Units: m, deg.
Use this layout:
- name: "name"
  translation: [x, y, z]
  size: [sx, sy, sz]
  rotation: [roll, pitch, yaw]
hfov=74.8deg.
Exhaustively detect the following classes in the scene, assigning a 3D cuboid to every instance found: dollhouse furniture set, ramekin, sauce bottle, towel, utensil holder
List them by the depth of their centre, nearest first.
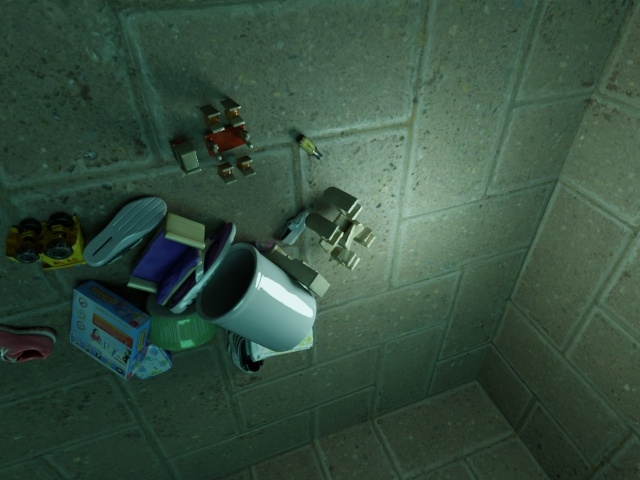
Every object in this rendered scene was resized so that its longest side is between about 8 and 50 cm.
- name: "dollhouse furniture set"
  translation: [-0.374, -0.333, 1.452]
  size: [0.259, 0.135, 0.262]
  rotation: [-26, 135, -20]
- name: "sauce bottle"
  translation: [-0.039, -0.360, 1.624]
  size: [0.042, 0.042, 0.128]
  rotation: [-45, 131, 13]
- name: "utensil holder"
  translation: [-0.246, 0.244, 1.690]
  size: [0.327, 0.328, 0.385]
  rotation: [-41, 130, 11]
- name: "ramekin"
  translation: [-0.576, 0.296, 1.739]
  size: [0.303, 0.303, 0.148]
  rotation: [-8, 122, -20]
- name: "dollhouse furniture set"
  translation: [0.000, 0.000, 1.799]
  size: [0.394, 0.256, 0.362]
  rotation: [-54, 151, -9]
- name: "towel"
  translation: [-0.204, 0.358, 1.982]
  size: [0.320, 0.090, 0.375]
  rotation: [-5, 87, -27]

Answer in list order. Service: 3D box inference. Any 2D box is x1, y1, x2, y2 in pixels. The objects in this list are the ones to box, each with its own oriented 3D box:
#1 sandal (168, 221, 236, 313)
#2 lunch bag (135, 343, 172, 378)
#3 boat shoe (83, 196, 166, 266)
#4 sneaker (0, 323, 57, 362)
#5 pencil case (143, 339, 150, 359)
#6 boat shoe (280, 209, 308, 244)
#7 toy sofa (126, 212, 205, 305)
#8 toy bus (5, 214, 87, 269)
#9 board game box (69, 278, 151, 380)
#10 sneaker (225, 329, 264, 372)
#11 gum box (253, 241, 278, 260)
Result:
- name: "sandal"
  translation: [-0.468, 0.089, 1.622]
  size: [0.102, 0.169, 0.416]
  rotation: [39, 73, -29]
- name: "lunch bag"
  translation: [-0.808, 0.547, 1.968]
  size: [0.176, 0.090, 0.219]
  rotation: [-21, 132, -8]
- name: "boat shoe"
  translation: [-0.705, -0.036, 1.521]
  size: [0.335, 0.119, 0.121]
  rotation: [-41, 92, -14]
- name: "sneaker"
  translation: [-1.213, 0.409, 1.625]
  size: [0.313, 0.136, 0.116]
  rotation: [6, 123, -29]
- name: "pencil case"
  translation: [-0.791, 0.418, 1.828]
  size: [0.095, 0.098, 0.210]
  rotation: [23, 86, -52]
- name: "boat shoe"
  translation: [-0.117, -0.060, 1.826]
  size: [0.063, 0.066, 0.184]
  rotation: [14, 129, -35]
- name: "toy sofa"
  translation: [-0.584, 0.080, 1.567]
  size: [0.150, 0.177, 0.362]
  rotation: [23, 131, -34]
- name: "toy bus"
  translation: [-0.934, 0.034, 1.464]
  size: [0.220, 0.150, 0.211]
  rotation: [-12, 147, -14]
- name: "board game box"
  translation: [-0.844, 0.358, 1.669]
  size: [0.308, 0.086, 0.302]
  rotation: [29, 120, 9]
- name: "sneaker"
  translation: [-0.373, 0.598, 2.106]
  size: [0.169, 0.258, 0.448]
  rotation: [-17, 133, -12]
- name: "gum box"
  translation: [-0.264, 0.100, 1.880]
  size: [0.107, 0.062, 0.189]
  rotation: [5, 124, -29]
